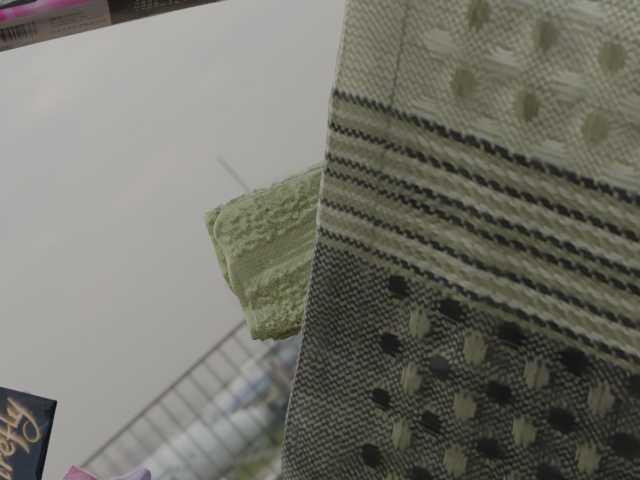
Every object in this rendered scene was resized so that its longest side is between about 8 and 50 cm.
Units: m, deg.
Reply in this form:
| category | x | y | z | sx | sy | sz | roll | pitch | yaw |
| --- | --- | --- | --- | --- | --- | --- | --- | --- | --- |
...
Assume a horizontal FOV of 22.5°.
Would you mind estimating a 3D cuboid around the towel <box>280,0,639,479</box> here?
| category | x | y | z | sx | sy | sz | roll | pitch | yaw |
| --- | --- | --- | --- | --- | --- | --- | --- | --- | --- |
| towel | 0.131 | 0.090 | 0.396 | 0.056 | 0.324 | 0.312 | -35 | -40 | -54 |

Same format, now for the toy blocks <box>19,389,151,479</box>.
| category | x | y | z | sx | sy | sz | roll | pitch | yaw |
| --- | --- | --- | --- | --- | --- | --- | --- | --- | --- |
| toy blocks | -0.255 | 0.315 | 1.608 | 0.260 | 0.288 | 0.309 | -56 | -6 | -45 |

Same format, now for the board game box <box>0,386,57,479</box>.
| category | x | y | z | sx | sy | sz | roll | pitch | yaw |
| --- | --- | --- | --- | --- | --- | --- | --- | --- | --- |
| board game box | -0.292 | 0.202 | 1.156 | 0.243 | 0.165 | 0.042 | -87 | 17 | -44 |

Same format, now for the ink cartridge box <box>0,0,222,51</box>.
| category | x | y | z | sx | sy | sz | roll | pitch | yaw |
| --- | --- | --- | --- | --- | --- | --- | --- | --- | --- |
| ink cartridge box | -0.185 | -0.315 | 1.039 | 0.176 | 0.371 | 0.069 | -14 | -10 | -7 |

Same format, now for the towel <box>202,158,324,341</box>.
| category | x | y | z | sx | sy | sz | roll | pitch | yaw |
| --- | --- | --- | --- | --- | --- | --- | --- | --- | --- |
| towel | 0.000 | 0.000 | 1.145 | 0.148 | 0.110 | 0.027 | -25 | 0 | -3 |
